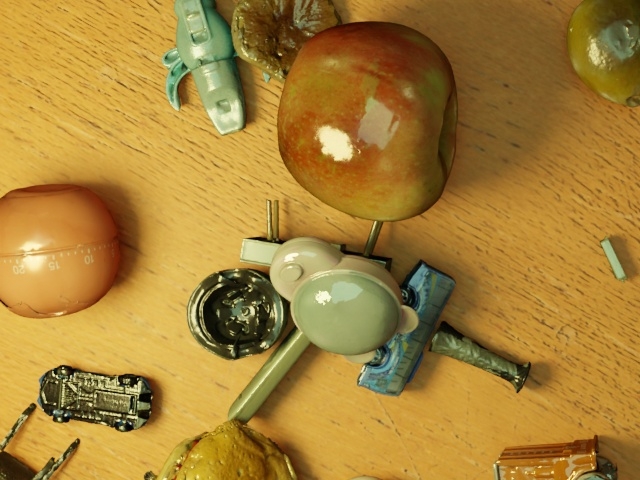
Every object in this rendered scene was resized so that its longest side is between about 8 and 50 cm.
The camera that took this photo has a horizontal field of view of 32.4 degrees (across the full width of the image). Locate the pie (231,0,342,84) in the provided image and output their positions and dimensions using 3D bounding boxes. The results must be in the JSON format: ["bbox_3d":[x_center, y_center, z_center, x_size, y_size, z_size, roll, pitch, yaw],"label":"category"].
[{"bbox_3d":[-0.052,-0.357,1.858,0.195,0.046,0.195,1,87,-14],"label":"pie"}]

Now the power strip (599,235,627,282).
[{"bbox_3d":[0.485,0.033,1.821,0.017,0.027,0.083,-24,88,11],"label":"power strip"}]

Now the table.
[{"bbox_3d":[0.000,0.000,1.847,0.240,0.121,0.111,9,93,8],"label":"table"}]

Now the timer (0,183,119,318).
[{"bbox_3d":[-0.455,0.017,1.863,0.230,0.229,0.214,0,101,9],"label":"timer"}]

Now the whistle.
[{"bbox_3d":[-0.189,-0.316,1.885,0.186,0.093,0.273,-16,93,6],"label":"whistle"}]

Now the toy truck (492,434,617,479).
[{"bbox_3d":[0.388,0.522,1.782,0.207,0.173,0.387,-5,88,15],"label":"toy truck"}]

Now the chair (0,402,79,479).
[{"bbox_3d":[-0.542,0.408,1.931,0.174,0.149,0.213,36,100,5],"label":"chair"}]

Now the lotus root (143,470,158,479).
[{"bbox_3d":[-0.277,0.505,1.902,0.118,0.125,0.220,11,99,34],"label":"lotus root"}]

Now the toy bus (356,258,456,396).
[{"bbox_3d":[0.143,0.150,1.850,0.094,0.079,0.236,26,95,6],"label":"toy bus"}]

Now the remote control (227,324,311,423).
[{"bbox_3d":[-0.054,0.190,1.877,0.038,0.090,0.309,38,97,-5],"label":"remote control"}]

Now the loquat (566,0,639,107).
[{"bbox_3d":[0.474,-0.307,1.758,0.152,0.152,0.195,-16,81,9],"label":"loquat"}]

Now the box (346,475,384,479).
[{"bbox_3d":[0.091,0.589,1.838,0.289,0.141,0.349,-42,85,6],"label":"box"}]

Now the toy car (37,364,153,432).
[{"bbox_3d":[-0.395,0.276,1.943,0.216,0.063,0.103,6,92,14],"label":"toy car"}]

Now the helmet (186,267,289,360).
[{"bbox_3d":[-0.127,0.119,1.880,0.177,0.107,0.153,-8,93,28],"label":"helmet"}]

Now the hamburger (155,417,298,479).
[{"bbox_3d":[-0.166,0.432,1.834,0.163,0.244,0.244,-30,86,46],"label":"hamburger"}]

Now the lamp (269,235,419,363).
[{"bbox_3d":[0.024,0.096,1.742,0.246,0.108,0.179,41,120,-14],"label":"lamp"}]

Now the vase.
[{"bbox_3d":[0.267,0.195,1.843,0.167,0.059,0.059,26,95,7],"label":"vase"}]

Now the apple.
[{"bbox_3d":[0.071,-0.188,1.737,0.277,0.319,0.319,6,92,14],"label":"apple"}]
